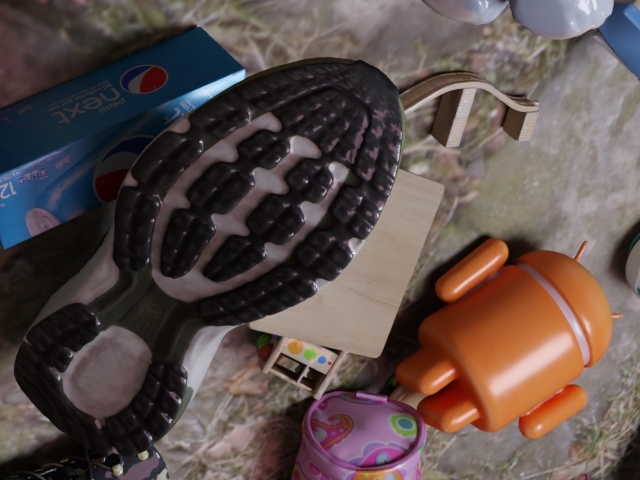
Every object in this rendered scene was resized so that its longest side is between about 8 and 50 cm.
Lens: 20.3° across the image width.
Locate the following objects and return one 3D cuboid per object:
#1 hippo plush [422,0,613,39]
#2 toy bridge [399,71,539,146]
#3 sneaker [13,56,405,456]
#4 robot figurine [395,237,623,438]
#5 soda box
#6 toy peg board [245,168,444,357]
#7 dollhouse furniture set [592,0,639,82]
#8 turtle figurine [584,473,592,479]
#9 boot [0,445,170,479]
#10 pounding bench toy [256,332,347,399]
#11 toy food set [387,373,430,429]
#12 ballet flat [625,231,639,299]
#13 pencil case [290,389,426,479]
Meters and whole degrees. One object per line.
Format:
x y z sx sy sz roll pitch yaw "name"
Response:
0.147 -0.321 1.288 0.236 0.234 0.294 -59 164 -30 "hippo plush"
0.114 -0.111 1.523 0.188 0.026 0.063 -8 126 -34 "toy bridge"
-0.078 -0.017 1.305 0.158 0.182 0.410 39 128 -11 "sneaker"
0.180 0.094 1.667 0.219 0.158 0.128 -33 154 -13 "robot figurine"
-0.157 -0.077 1.302 0.210 0.071 0.067 -26 135 -20 "soda box"
0.000 0.000 1.502 0.161 0.079 0.160 17 96 -45 "toy peg board"
0.364 -0.209 1.615 0.303 0.198 0.286 41 70 -19 "dollhouse furniture set"
0.294 0.356 1.981 0.234 0.118 0.175 -39 126 17 "turtle figurine"
-0.224 0.196 1.464 0.179 0.085 0.236 -34 144 -14 "boot"
-0.021 0.089 1.564 0.065 0.083 0.052 28 103 -15 "pounding bench toy"
0.091 0.157 1.727 0.083 0.020 0.082 -1 123 -37 "toy food set"
0.502 -0.009 1.774 0.400 0.139 0.139 -22 136 -5 "ballet flat"
0.028 0.275 1.707 0.124 0.124 0.284 -18 133 -27 "pencil case"
